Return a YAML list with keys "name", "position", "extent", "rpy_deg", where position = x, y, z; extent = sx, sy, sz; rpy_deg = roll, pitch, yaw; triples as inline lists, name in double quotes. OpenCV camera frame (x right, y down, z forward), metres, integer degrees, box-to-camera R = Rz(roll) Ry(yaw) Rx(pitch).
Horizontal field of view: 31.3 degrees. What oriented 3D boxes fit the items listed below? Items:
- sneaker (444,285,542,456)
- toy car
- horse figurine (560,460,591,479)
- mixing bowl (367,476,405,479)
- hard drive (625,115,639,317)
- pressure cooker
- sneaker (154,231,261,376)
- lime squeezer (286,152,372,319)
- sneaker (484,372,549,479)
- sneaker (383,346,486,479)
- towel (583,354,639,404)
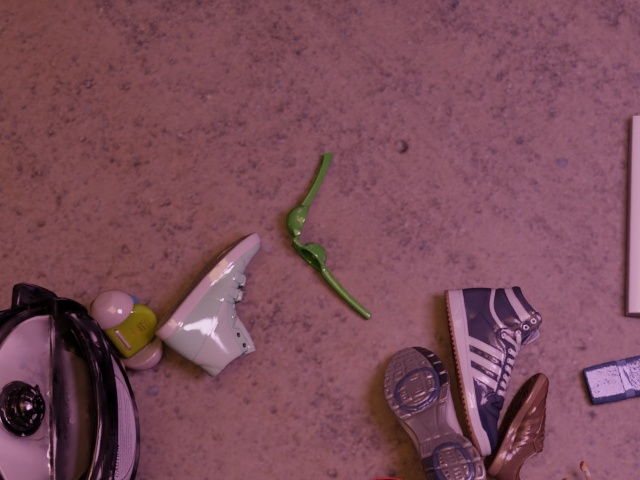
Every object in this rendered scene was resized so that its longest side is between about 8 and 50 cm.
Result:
- name: "sneaker"
  position: [0.297, 0.205, 1.870]
  extent: [0.153, 0.099, 0.282]
  rpy_deg: [-8, 71, 3]
- name: "toy car"
  position: [-0.363, 0.156, 1.917]
  extent: [0.182, 0.159, 0.136]
  rpy_deg: [-33, 36, -3]
- name: "horse figurine"
  position: [0.377, 0.473, 1.794]
  extent: [0.263, 0.066, 0.174]
  rpy_deg: [-28, 96, -13]
- name: "mixing bowl"
  position: [0.105, 0.469, 1.805]
  extent: [0.181, 0.098, 0.181]
  rpy_deg: [-1, 75, 3]
- name: "hard drive"
  position: [0.643, -0.036, 1.945]
  extent: [0.233, 0.047, 0.353]
  rpy_deg: [4, 74, 5]
- name: "pressure cooker"
  position: [-0.473, 0.295, 1.694]
  extent: [0.420, 0.375, 0.370]
  rpy_deg: [-18, 109, 27]
- name: "sneaker"
  position: [-0.152, 0.113, 1.942]
  extent: [0.151, 0.094, 0.256]
  rpy_deg: [44, 63, -12]
- name: "lime squeezer"
  position: [0.000, 0.000, 1.981]
  extent: [0.110, 0.059, 0.310]
  rpy_deg: [-4, 69, -29]
- name: "sneaker"
  position: [0.337, 0.310, 1.865]
  extent: [0.071, 0.066, 0.188]
  rpy_deg: [30, 83, -6]
- name: "sneaker"
  position: [0.181, 0.308, 1.846]
  extent: [0.111, 0.129, 0.297]
  rpy_deg: [-18, 55, 0]
- name: "towel"
  position: [0.497, 0.230, 1.886]
  extent: [0.119, 0.029, 0.067]
  rpy_deg: [-12, 73, -1]
